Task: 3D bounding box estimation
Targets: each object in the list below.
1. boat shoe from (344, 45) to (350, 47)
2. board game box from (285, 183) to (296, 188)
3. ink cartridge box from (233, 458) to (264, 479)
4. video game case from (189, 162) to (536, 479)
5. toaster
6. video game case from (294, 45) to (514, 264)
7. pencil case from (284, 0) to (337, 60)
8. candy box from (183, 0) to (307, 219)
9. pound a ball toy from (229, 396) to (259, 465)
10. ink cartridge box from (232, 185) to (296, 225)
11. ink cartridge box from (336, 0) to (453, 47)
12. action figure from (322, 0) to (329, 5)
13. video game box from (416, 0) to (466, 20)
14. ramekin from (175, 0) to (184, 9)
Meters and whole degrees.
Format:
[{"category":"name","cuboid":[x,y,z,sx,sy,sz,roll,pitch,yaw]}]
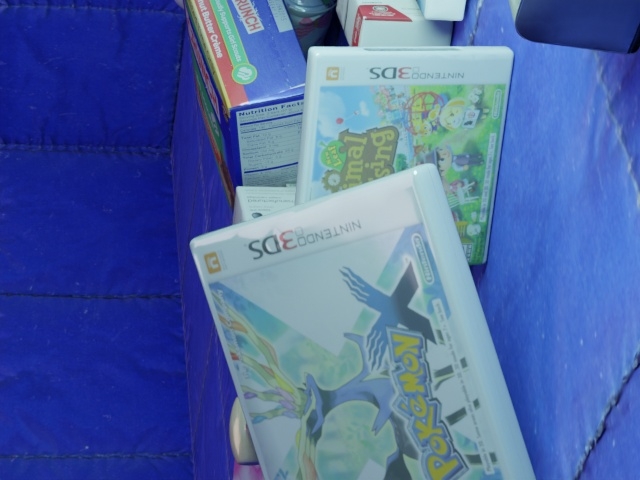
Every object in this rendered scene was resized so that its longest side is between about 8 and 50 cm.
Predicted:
[{"category":"boat shoe","cuboid":[0.047,-0.183,1.941,0.277,0.096,0.098,165,107,-78]},{"category":"board game box","cuboid":[0.000,0.000,2.159,0.026,0.103,0.154,-106,20,-56]},{"category":"ink cartridge box","cuboid":[-0.023,0.331,2.147,0.324,0.071,0.330,31,120,59]},{"category":"video game case","cuboid":[0.034,0.123,1.488,0.300,0.036,0.329,-16,92,45]},{"category":"toaster","cuboid":[0.188,-0.247,1.174,0.186,0.110,0.168,104,162,-50]},{"category":"video game case","cuboid":[0.074,-0.073,1.536,0.023,0.193,0.212,-127,39,-61]},{"category":"pencil case","cuboid":[-0.037,-0.310,2.340,0.124,0.113,0.273,-46,-8,-24]},{"category":"candy box","cuboid":[-0.090,-0.190,2.173,0.317,0.122,0.268,90,164,-57]},{"category":"pound a ball toy","cuboid":[0.030,0.225,1.708,0.319,0.208,0.136,156,115,-77]},{"category":"ink cartridge box","cuboid":[-0.009,0.035,2.020,0.237,0.172,0.100,-106,20,-56]},{"category":"ink cartridge box","cuboid":[0.077,-0.239,1.782,0.135,0.099,0.056,-107,21,-56]},{"category":"action figure","cuboid":[0.034,-0.417,2.121,0.232,0.063,0.137,104,166,-63]},{"category":"video game box","cuboid":[0.121,-0.352,1.700,0.187,0.048,0.205,-101,15,-59]},{"category":"ramekin","cuboid":[-0.108,-0.413,2.369,0.273,0.272,0.127,119,139,-68]}]
